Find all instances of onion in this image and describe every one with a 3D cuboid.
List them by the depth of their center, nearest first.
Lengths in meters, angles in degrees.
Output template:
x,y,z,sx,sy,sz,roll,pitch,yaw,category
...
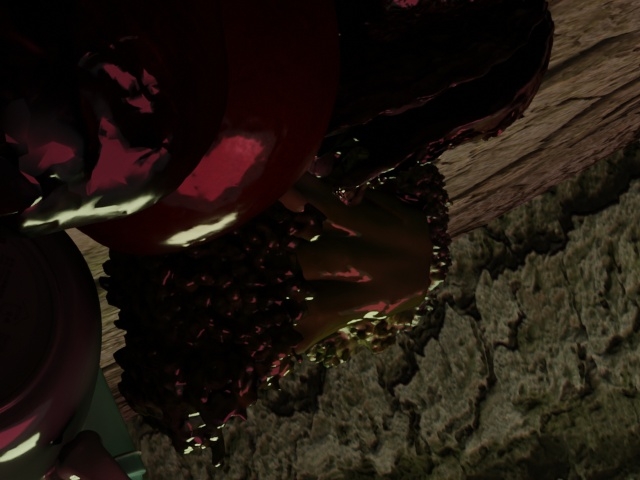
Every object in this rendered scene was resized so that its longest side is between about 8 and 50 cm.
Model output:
x,y,z,sx,sy,sz,roll,pitch,yaw,category
-0.187,-0.094,0.867,0.281,0.221,0.281,-6,147,-4,onion

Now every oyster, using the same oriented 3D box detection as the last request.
x,y,z,sx,sy,sz,roll,pitch,yaw,category
0.076,-0.120,1.273,0.198,0.112,0.268,-25,-167,23,oyster

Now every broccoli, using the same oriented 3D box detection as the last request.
x,y,z,sx,sy,sz,roll,pitch,yaw,category
-0.074,0.009,1.425,0.272,0.334,0.324,19,152,-39,broccoli
0.018,0.014,1.996,0.302,0.249,0.375,-25,178,-19,broccoli

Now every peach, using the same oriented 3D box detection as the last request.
x,y,z,sx,sy,sz,roll,pitch,yaw,category
-0.088,-0.104,1.120,0.243,0.199,0.243,-34,178,-1,peach

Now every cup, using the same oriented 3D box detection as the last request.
x,y,z,sx,sy,sz,roll,pitch,yaw,category
-0.277,0.124,1.478,0.259,0.356,0.274,-47,176,-18,cup

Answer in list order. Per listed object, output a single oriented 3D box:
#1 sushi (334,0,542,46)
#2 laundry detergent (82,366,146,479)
x,y,z,sx,sy,sz,roll,pitch,yaw,category
0.095,-0.214,1.177,0.225,0.136,0.126,-20,169,-36,sushi
-0.368,0.229,2.008,0.287,0.305,0.287,-24,172,-4,laundry detergent
